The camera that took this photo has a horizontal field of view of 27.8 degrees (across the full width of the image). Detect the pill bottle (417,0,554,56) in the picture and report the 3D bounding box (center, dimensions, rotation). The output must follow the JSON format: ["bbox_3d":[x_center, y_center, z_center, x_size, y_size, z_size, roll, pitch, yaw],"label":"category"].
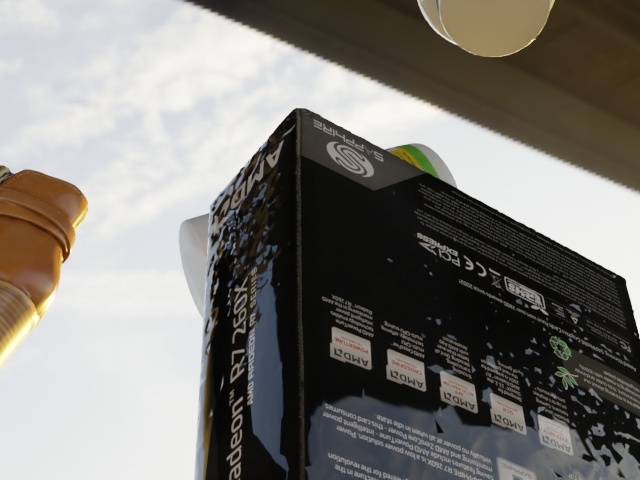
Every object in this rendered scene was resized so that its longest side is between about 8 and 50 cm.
[{"bbox_3d":[0.175,-0.296,1.395,0.152,0.272,0.152,1,-61,1],"label":"pill bottle"}]

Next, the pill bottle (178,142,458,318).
[{"bbox_3d":[0.000,0.000,1.207,0.246,0.136,0.136,-15,-23,-19],"label":"pill bottle"}]

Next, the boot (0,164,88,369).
[{"bbox_3d":[-0.237,0.007,0.712,0.197,0.152,0.073,15,-48,5],"label":"boot"}]

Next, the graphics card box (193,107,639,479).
[{"bbox_3d":[0.060,0.127,0.574,0.233,0.371,0.094,25,-50,-24],"label":"graphics card box"}]
